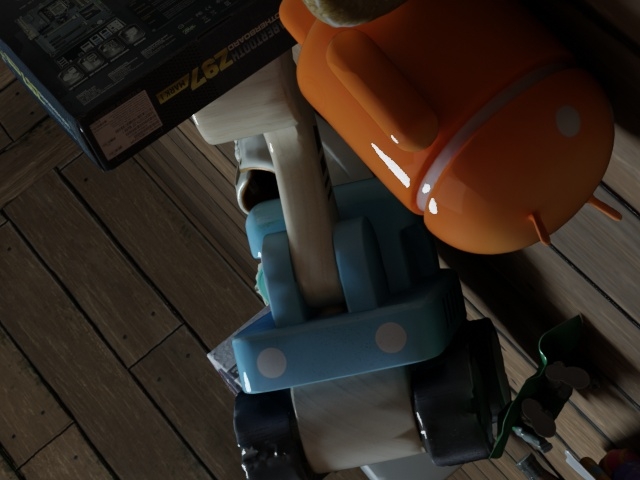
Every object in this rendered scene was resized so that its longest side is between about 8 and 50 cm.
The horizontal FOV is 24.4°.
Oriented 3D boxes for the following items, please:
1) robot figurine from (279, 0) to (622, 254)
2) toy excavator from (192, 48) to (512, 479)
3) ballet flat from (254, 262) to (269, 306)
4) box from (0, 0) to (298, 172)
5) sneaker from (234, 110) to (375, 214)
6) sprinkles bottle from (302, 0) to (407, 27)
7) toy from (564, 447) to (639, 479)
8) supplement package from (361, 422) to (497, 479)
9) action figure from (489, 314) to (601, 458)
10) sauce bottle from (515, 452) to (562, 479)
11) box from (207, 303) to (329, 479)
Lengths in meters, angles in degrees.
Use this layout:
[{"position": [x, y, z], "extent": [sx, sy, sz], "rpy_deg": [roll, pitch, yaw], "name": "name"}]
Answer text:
[{"position": [0.075, -0.082, 0.827], "extent": [0.219, 0.128, 0.158], "rpy_deg": [49, 170, 20], "name": "robot figurine"}, {"position": [0.000, 0.000, 1.311], "extent": [0.433, 0.222, 0.445], "rpy_deg": [-25, -79, -77], "name": "toy excavator"}, {"position": [0.069, 0.159, 2.173], "extent": [0.409, 0.147, 0.147], "rpy_deg": [52, 173, 16], "name": "ballet flat"}, {"position": [-0.109, -0.171, 1.067], "extent": [0.183, 0.232, 0.059], "rpy_deg": [43, 164, 43], "name": "box"}, {"position": [-0.064, -0.102, 1.578], "extent": [0.106, 0.123, 0.290], "rpy_deg": [54, 173, -38], "name": "sneaker"}, {"position": [-0.067, -0.265, 0.783], "extent": [0.355, 0.121, 0.121], "rpy_deg": [47, 172, 22], "name": "sprinkles bottle"}, {"position": [0.290, 0.234, 1.369], "extent": [0.137, 0.056, 0.237], "rpy_deg": [45, 176, 14], "name": "toy"}, {"position": [0.134, 0.245, 1.867], "extent": [0.105, 0.179, 0.105], "rpy_deg": [51, 173, 0], "name": "supplement package"}, {"position": [0.198, 0.140, 1.304], "extent": [0.063, 0.137, 0.232], "rpy_deg": [36, 179, 11], "name": "action figure"}, {"position": [0.292, 0.318, 1.827], "extent": [0.128, 0.042, 0.042], "rpy_deg": [52, 173, 3], "name": "sauce bottle"}, {"position": [0.021, 0.132, 1.723], "extent": [0.163, 0.247, 0.142], "rpy_deg": [46, 170, 31], "name": "box"}]
